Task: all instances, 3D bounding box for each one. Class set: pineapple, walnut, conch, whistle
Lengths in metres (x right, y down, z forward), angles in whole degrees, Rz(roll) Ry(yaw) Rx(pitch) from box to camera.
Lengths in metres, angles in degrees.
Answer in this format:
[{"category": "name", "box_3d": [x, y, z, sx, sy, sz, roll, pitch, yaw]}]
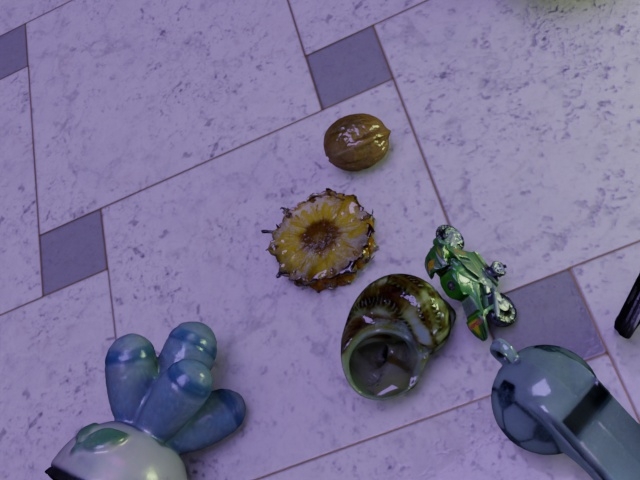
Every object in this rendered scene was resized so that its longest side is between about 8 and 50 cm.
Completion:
[{"category": "pineapple", "box_3d": [0.000, 0.000, 1.491, 0.221, 0.047, 0.221, -10, 57, 16]}, {"category": "walnut", "box_3d": [0.067, -0.177, 1.520, 0.124, 0.105, 0.105, -21, 58, 11]}, {"category": "conch", "box_3d": [0.122, 0.145, 1.318, 0.182, 0.124, 0.187, -7, 89, 8]}, {"category": "whistle", "box_3d": [0.336, 0.245, 1.173, 0.163, 0.163, 0.289, -42, 91, -2]}]

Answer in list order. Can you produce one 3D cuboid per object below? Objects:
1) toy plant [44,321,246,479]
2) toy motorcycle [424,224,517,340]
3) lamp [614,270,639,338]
[{"category": "toy plant", "box_3d": [-0.259, 0.280, 1.360, 0.247, 0.247, 0.332, 14, 64, 29]}, {"category": "toy motorcycle", "box_3d": [0.225, 0.059, 1.308, 0.106, 0.074, 0.190, -21, 71, -40]}, {"category": "lamp", "box_3d": [0.523, 0.170, 1.154, 0.283, 0.124, 0.203, 31, 99, 30]}]
